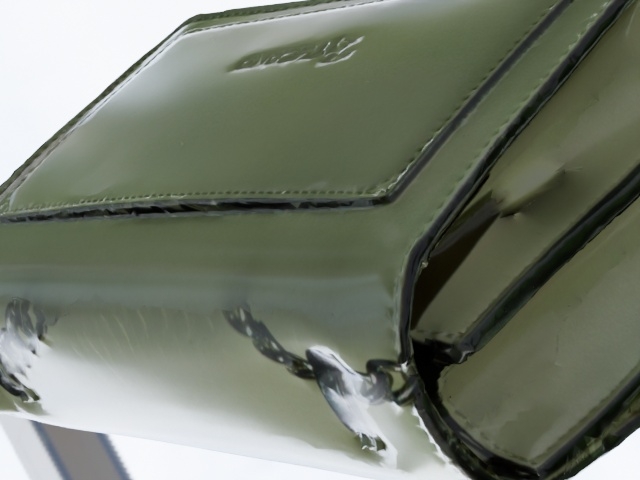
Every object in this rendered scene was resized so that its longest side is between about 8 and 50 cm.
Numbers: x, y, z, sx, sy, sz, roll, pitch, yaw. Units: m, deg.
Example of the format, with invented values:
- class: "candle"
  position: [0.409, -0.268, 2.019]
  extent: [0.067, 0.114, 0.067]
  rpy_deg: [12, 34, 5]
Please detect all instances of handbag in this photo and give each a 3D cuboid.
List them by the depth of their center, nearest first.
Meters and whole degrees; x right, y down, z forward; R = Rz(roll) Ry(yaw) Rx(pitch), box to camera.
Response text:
- class: "handbag"
  position: [0.000, 0.000, 0.754]
  extent: [0.236, 0.358, 0.160]
  rpy_deg: [-42, -65, -32]
